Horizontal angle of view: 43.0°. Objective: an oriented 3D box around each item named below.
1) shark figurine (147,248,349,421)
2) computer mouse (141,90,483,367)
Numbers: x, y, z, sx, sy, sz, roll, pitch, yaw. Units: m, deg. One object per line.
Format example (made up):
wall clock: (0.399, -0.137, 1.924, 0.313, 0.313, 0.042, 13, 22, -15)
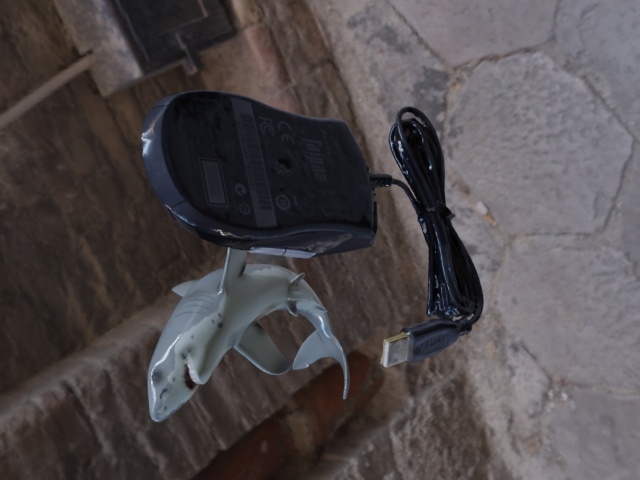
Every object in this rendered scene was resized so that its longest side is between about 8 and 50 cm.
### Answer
shark figurine: (-0.069, 0.060, 0.726, 0.116, 0.278, 0.166, 2, 87, 31)
computer mouse: (0.000, 0.000, 0.530, 0.060, 0.262, 0.184, -28, 73, 44)
